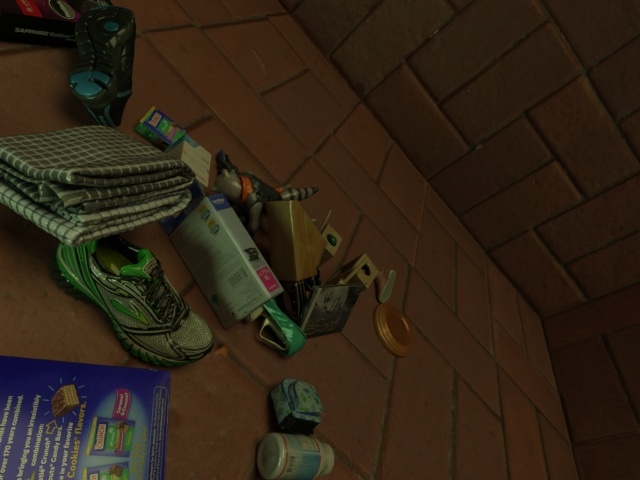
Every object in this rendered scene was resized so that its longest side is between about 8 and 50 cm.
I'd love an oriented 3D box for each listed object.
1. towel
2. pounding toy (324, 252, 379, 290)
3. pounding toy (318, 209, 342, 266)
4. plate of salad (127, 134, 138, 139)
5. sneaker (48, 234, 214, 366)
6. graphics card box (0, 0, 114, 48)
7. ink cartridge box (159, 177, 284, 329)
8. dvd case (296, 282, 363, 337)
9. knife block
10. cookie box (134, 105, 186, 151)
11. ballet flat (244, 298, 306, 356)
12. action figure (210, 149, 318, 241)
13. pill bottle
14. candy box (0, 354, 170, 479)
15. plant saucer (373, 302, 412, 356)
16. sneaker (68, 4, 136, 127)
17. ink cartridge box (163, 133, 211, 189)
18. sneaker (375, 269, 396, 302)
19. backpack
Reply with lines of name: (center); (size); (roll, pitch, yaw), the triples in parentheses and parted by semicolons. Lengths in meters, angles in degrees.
towel: (-0.408, -0.122, 0.736); (0.234, 0.122, 0.283); (27, 26, 17)
pounding toy: (0.109, 0.129, 1.274); (0.094, 0.181, 0.206); (53, 33, -3)
pounding toy: (0.000, 0.000, 1.288); (0.100, 0.141, 0.130); (46, 33, -12)
plate of salad: (-0.468, -0.187, 0.946); (0.199, 0.048, 0.200); (33, 38, -31)
sneaker: (-0.336, 0.108, 0.759); (0.343, 0.146, 0.134); (44, 34, -17)
graphics card box: (-0.693, -0.593, 0.984); (0.233, 0.094, 0.371); (55, 32, 1)
ink cartridge box: (-0.233, 0.030, 0.922); (0.311, 0.185, 0.065); (56, 35, 2)
dvd case: (0.024, 0.197, 1.138); (0.018, 0.165, 0.221); (35, 19, 36)
knife block: (-0.082, 0.061, 1.080); (0.276, 0.088, 0.242); (55, 46, -42)
cookie box: (-0.433, -0.299, 1.098); (0.107, 0.040, 0.092); (37, 38, -25)
ballet flat: (-0.136, 0.191, 1.005); (0.247, 0.083, 0.087); (49, 47, -5)
action figure: (-0.176, -0.154, 1.175); (0.330, 0.178, 0.342); (6, 54, -53)
pill bottle: (-0.049, 0.462, 0.860); (0.160, 0.087, 0.087); (28, 41, -36)
candy box: (-0.383, 0.306, 0.544); (0.317, 0.122, 0.269); (24, 45, -40)
plant saucer: (0.268, 0.314, 1.444); (0.199, 0.037, 0.200); (32, 40, -31)
sneaker: (-0.525, -0.436, 0.994); (0.124, 0.140, 0.342); (3, 64, -6)
ink cartridge box: (-0.349, -0.180, 1.037); (0.092, 0.089, 0.143); (41, 33, -43)
sneaker: (0.232, 0.172, 1.525); (0.051, 0.070, 0.135); (40, 64, -36)
backpack: (-0.053, 0.370, 0.924); (0.105, 0.084, 0.114); (33, 13, -40)
